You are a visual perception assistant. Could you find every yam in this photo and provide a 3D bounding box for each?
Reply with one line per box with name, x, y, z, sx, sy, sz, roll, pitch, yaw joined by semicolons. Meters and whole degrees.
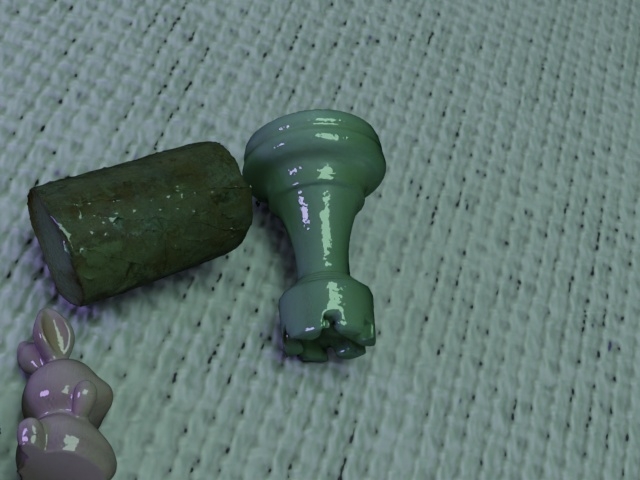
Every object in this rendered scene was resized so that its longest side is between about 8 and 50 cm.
yam;-0.226;-0.022;1.514;0.268;0.161;0.161;-21;67;-35

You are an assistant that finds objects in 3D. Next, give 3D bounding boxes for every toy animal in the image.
toy animal;-0.279;0.174;1.369;0.124;0.124;0.212;11;45;-19

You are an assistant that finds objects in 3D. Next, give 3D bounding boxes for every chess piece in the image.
chess piece;0.000;0.000;1.604;0.194;0.194;0.299;7;61;-22
